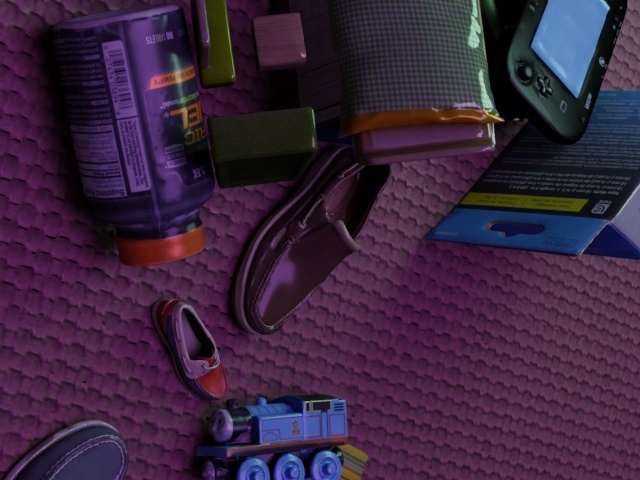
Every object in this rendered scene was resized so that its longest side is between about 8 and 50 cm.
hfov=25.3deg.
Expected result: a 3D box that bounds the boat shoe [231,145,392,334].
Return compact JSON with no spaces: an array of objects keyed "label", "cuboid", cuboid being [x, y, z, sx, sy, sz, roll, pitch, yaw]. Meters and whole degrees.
[{"label":"boat shoe","cuboid":[-0.004,-0.005,1.586,0.095,0.095,0.257,46,62,-35]}]

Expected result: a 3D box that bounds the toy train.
[{"label":"toy train","cuboid":[-0.051,0.224,1.568,0.184,0.080,0.105,1,83,-37]}]

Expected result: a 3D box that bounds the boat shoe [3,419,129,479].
[{"label":"boat shoe","cuboid":[-0.274,0.304,1.346,0.319,0.099,0.116,-49,123,-30]}]

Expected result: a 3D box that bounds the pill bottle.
[{"label":"pill bottle","cuboid":[-0.176,-0.101,1.393,0.130,0.130,0.246,-22,108,-41]}]

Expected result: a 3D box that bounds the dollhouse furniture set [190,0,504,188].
[{"label":"dollhouse furniture set","cuboid":[0.032,-0.174,1.386,0.301,0.151,0.197,-7,81,-6]}]

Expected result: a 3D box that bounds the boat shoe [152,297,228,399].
[{"label":"boat shoe","cuboid":[-0.131,0.118,1.510,0.049,0.043,0.137,-47,124,-34]}]

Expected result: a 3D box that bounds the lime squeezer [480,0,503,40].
[{"label":"lime squeezer","cuboid":[0.191,-0.390,1.790,0.110,0.059,0.310,-35,118,-71]}]

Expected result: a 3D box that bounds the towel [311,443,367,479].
[{"label":"towel","cuboid":[-0.024,0.338,1.646,0.102,0.021,0.237,33,71,-34]}]

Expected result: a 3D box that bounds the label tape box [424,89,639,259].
[{"label":"label tape box","cuboid":[0.328,-0.056,1.803,0.334,0.240,0.106,-47,124,-30]}]

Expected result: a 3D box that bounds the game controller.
[{"label":"game controller","cuboid":[0.315,-0.272,1.847,0.166,0.067,0.319,37,55,-18]}]

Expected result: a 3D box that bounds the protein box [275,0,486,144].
[{"label":"protein box","cuboid":[0.070,-0.219,1.589,0.200,0.136,0.201,2,78,-44]}]

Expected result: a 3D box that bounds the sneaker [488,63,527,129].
[{"label":"sneaker","cuboid":[0.210,-0.178,1.811,0.170,0.051,0.089,-20,102,-45]}]
